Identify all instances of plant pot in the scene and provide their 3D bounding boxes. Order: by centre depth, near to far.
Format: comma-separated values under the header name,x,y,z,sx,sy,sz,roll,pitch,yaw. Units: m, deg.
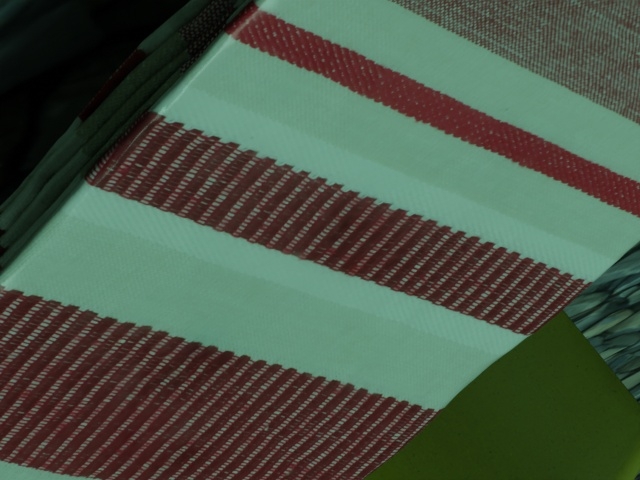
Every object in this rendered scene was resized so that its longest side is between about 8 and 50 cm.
name,x,y,z,sx,sy,sz,roll,pitch,yaw
plant pot,0.067,0.128,1.135,0.187,0.212,0.212,-32,167,-23

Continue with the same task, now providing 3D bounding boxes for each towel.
name,x,y,z,sx,sy,sz,roll,pitch,yaw
towel,0.000,0.000,0.690,0.237,0.037,0.329,20,125,-43
